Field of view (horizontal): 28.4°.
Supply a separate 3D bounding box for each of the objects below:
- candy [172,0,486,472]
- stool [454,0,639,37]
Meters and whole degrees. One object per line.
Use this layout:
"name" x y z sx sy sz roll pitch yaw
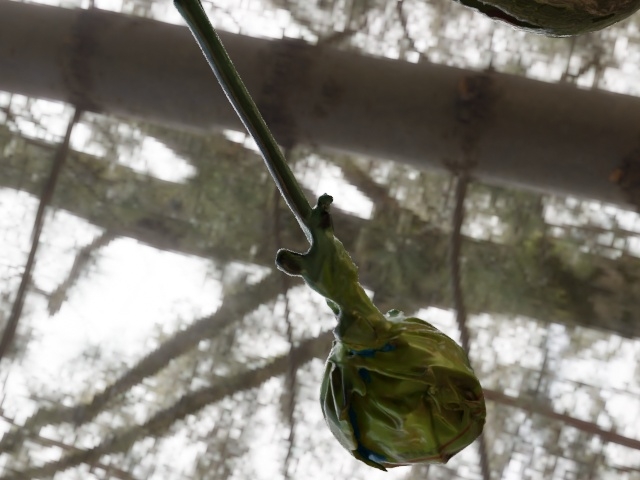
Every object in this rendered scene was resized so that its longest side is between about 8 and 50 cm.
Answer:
"candy" -0.002 0.002 0.588 0.262 0.077 0.073 61 -176 -21
"stool" 0.057 -0.281 0.538 0.310 0.310 0.226 -63 3 19
